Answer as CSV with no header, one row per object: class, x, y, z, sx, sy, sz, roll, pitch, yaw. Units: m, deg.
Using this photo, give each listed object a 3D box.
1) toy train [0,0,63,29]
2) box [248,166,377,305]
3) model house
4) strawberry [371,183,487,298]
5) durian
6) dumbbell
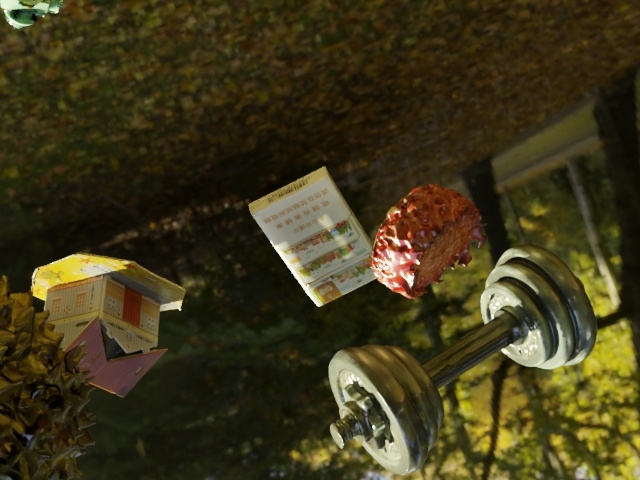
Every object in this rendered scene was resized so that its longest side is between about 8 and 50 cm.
toy train,-0.379,-0.312,1.121,0.175,0.118,0.074,9,159,-21
box,0.000,-0.001,1.411,0.122,0.032,0.220,-27,133,7
model house,-0.308,0.125,1.360,0.207,0.136,0.219,-12,153,26
strawberry,0.119,-0.002,1.128,0.145,0.086,0.145,-37,147,-30
durian,-0.302,0.142,0.719,0.258,0.258,0.293,-23,-159,38
dumbbell,0.184,0.148,1.268,0.406,0.179,0.179,-28,180,-22
